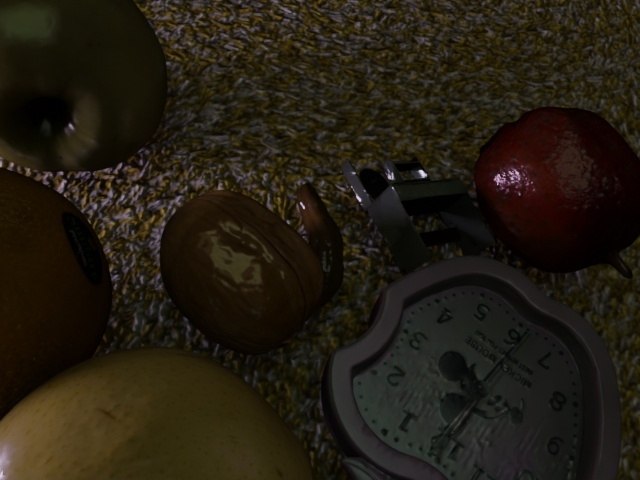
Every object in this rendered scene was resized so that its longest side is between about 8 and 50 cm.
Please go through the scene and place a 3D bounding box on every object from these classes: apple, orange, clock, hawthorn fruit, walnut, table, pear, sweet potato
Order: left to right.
[{"bbox_3d":[-0.344,0.056,0.564,0.274,0.274,0.275,3,65,-7],"label":"orange"},{"bbox_3d":[-0.322,-0.212,0.713,0.262,0.262,0.263,3,65,-7],"label":"apple"},{"bbox_3d":[-0.158,0.249,0.482,0.308,0.309,0.310,3,65,-7],"label":"pear"},{"bbox_3d":[-0.094,0.036,0.674,0.197,0.165,0.165,34,65,8],"label":"walnut"},{"bbox_3d":[0.002,-0.001,0.764,0.053,0.054,0.182,2,62,-18],"label":"sweet potato"},{"bbox_3d":[0.130,-0.049,0.769,0.146,0.062,0.175,-10,65,-42],"label":"table"},{"bbox_3d":[0.172,0.192,0.673,0.338,0.102,0.339,3,65,-7],"label":"clock"},{"bbox_3d":[0.317,-0.052,0.757,0.215,0.215,0.250,-21,73,-17],"label":"hawthorn fruit"}]
